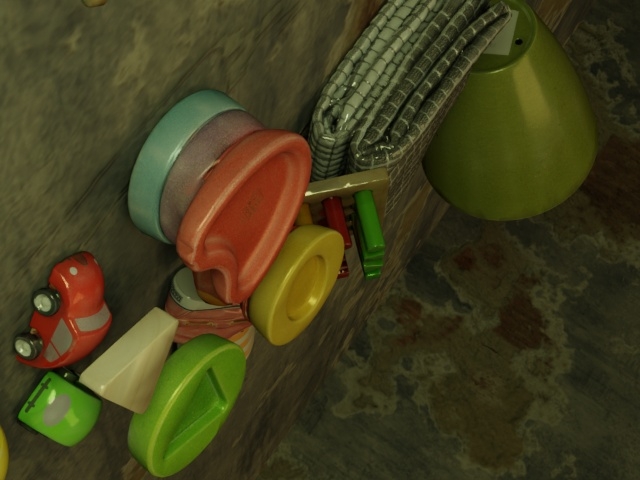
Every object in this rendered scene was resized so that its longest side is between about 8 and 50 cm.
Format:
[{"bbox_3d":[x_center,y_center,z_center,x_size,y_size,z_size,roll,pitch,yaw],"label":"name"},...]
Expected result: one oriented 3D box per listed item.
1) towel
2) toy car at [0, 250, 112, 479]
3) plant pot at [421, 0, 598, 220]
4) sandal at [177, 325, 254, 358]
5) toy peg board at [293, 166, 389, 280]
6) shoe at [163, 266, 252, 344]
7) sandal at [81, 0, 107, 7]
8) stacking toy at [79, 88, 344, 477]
[{"bbox_3d":[0.098,-0.164,1.306,0.284,0.121,0.235,-54,170,-16],"label":"towel"},{"bbox_3d":[-0.222,0.133,0.905,0.239,0.053,0.225,-56,169,-8],"label":"toy car"},{"bbox_3d":[0.253,-0.216,1.600,0.275,0.274,0.293,-55,153,-13],"label":"plant pot"},{"bbox_3d":[-0.116,0.121,1.291,0.102,0.076,0.265,-49,167,-38],"label":"sandal"},{"bbox_3d":[0.000,0.000,1.217,0.160,0.079,0.161,-12,161,-4],"label":"toy peg board"},{"bbox_3d":[-0.082,0.065,1.162,0.178,0.063,0.081,-4,141,-31],"label":"shoe"},{"bbox_3d":[-0.127,-0.187,0.404,0.079,0.088,0.240,-17,144,-22],"label":"sandal"},{"bbox_3d":[-0.119,0.033,0.942,0.279,0.130,0.309,-53,158,-18],"label":"stacking toy"}]
